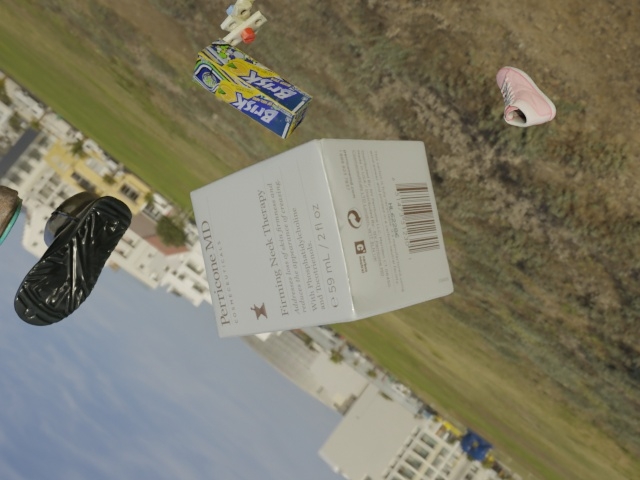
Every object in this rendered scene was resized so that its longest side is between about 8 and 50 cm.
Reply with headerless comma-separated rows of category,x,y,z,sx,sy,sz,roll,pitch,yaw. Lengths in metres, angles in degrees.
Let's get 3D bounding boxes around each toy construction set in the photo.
toy construction set,-0.199,-0.586,1.431,0.328,0.215,0.151,61,177,1

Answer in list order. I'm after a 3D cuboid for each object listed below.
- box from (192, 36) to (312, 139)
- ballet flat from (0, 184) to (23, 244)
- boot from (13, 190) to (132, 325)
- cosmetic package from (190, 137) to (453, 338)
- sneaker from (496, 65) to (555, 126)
box,-0.100,-0.223,0.992,0.169,0.059,0.054,33,139,5
ballet flat,-0.552,-0.049,1.099,0.106,0.107,0.316,29,172,-23
boot,-0.430,0.022,1.146,0.094,0.246,0.207,41,163,-27
cosmetic package,0.000,0.000,1.393,0.393,0.329,0.327,-15,175,44
sneaker,0.327,-0.242,1.143,0.134,0.070,0.051,55,158,29
